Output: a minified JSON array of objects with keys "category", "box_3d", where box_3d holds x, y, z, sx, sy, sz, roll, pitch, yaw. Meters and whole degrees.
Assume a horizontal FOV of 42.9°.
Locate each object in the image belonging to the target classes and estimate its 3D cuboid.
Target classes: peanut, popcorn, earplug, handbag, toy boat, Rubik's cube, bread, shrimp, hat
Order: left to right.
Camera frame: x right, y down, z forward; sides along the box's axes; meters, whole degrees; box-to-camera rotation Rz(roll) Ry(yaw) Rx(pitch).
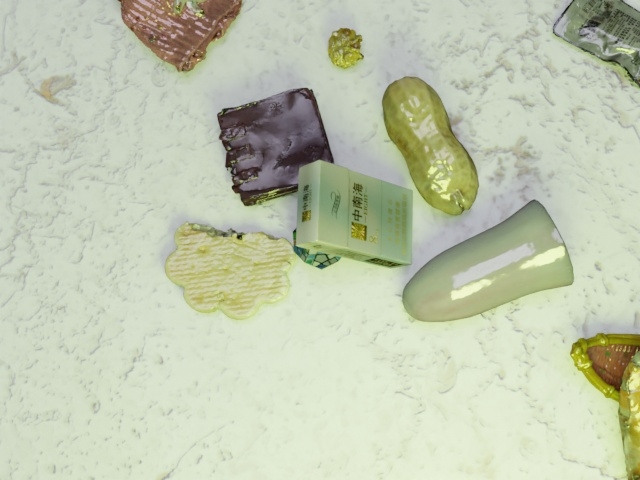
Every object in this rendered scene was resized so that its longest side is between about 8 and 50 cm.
[{"category":"hat","box_3d":[-0.326,-0.504,1.704,0.286,0.107,0.237,33,69,6]},{"category":"bread","box_3d":[-0.179,0.061,1.585,0.250,0.039,0.182,9,77,5]},{"category":"handbag","box_3d":[-0.091,-0.186,1.628,0.216,0.074,0.203,-18,75,0]},{"category":"Rubik's cube","box_3d":[0.000,0.000,1.564,0.111,0.111,0.093,-4,51,2]},{"category":"popcorn","box_3d":[0.053,-0.396,1.682,0.083,0.057,0.082,27,80,7]},{"category":"peanut","box_3d":[0.213,-0.182,1.585,0.130,0.130,0.290,-25,82,-3]},{"category":"earplug","box_3d":[0.292,0.063,1.505,0.301,0.172,0.172,-24,76,2]},{"category":"toy boat","box_3d":[0.601,0.241,1.471,0.317,0.099,0.141,13,79,3]},{"category":"shrimp","box_3d":[0.600,0.327,1.417,0.164,0.062,0.317,2,101,6]}]

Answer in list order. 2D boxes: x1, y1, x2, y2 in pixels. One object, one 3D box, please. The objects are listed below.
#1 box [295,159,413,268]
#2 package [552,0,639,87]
[{"category":"box","box_3d":[0.067,-0.043,1.511,0.242,0.067,0.155,13,71,-39]},{"category":"package","box_3d":[0.614,-0.426,1.674,0.239,0.030,0.154,36,79,11]}]
